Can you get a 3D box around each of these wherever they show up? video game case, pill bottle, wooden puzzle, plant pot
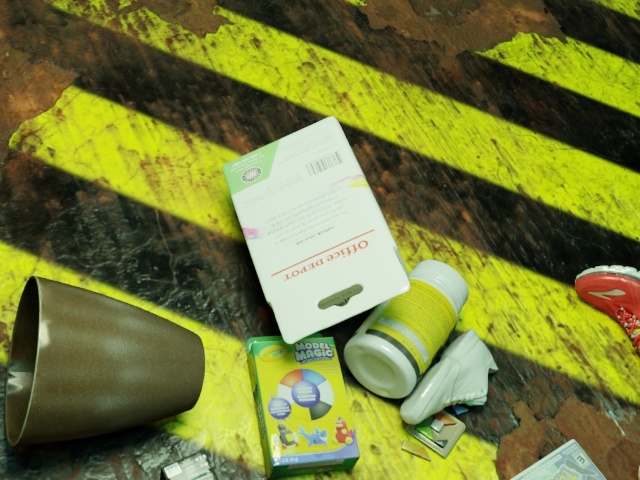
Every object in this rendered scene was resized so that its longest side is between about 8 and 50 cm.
[{"bbox_3d":[0.349,0.405,1.223,0.201,0.023,0.183,-22,62,-28],"label":"video game case"},{"bbox_3d":[0.137,0.130,1.313,0.119,0.119,0.208,34,53,11],"label":"pill bottle"},{"bbox_3d":[0.173,0.279,1.277,0.079,0.014,0.116,30,52,8],"label":"wooden puzzle"},{"bbox_3d":[-0.279,0.165,1.141,0.230,0.215,0.215,8,51,-27],"label":"plant pot"}]

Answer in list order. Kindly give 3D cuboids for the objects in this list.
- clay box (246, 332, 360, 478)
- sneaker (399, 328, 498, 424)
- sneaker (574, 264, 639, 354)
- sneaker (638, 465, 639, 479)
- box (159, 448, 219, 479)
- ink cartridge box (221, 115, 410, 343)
[{"bbox_3d":[-0.030,0.224,1.240,0.127,0.053,0.222,-2,55,-17],"label":"clay box"},{"bbox_3d":[0.205,0.221,1.289,0.094,0.080,0.212,49,49,3],"label":"sneaker"},{"bbox_3d":[0.547,0.142,1.428,0.279,0.107,0.118,31,59,10],"label":"sneaker"},{"bbox_3d":[0.554,0.400,1.244,0.084,0.083,0.215,-25,62,-27],"label":"sneaker"},{"bbox_3d":[-0.171,0.319,1.110,0.062,0.083,0.052,-18,59,-26],"label":"box"},{"bbox_3d":[0.000,0.000,1.316,0.207,0.119,0.353,-24,54,3],"label":"ink cartridge box"}]
